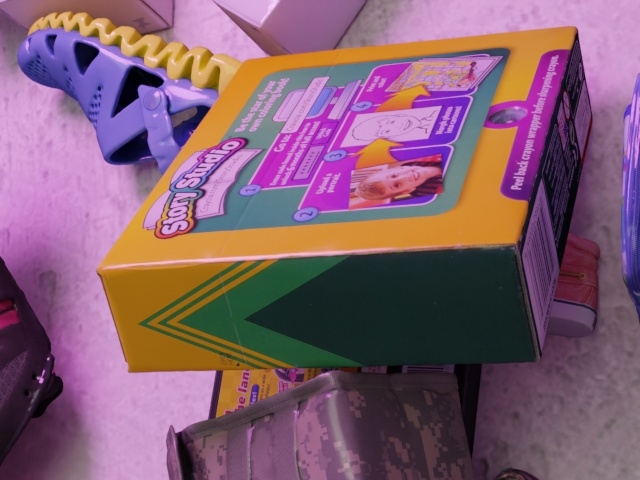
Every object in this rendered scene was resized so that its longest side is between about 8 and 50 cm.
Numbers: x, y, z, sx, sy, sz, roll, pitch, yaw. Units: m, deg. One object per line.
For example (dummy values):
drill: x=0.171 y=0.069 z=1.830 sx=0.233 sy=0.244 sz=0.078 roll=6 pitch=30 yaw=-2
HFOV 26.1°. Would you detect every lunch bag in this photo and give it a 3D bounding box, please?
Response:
lunch bag: x=-0.020 y=0.244 z=1.072 sx=0.287 sy=0.169 sz=0.235 roll=-25 pitch=68 yaw=42
lunch bag: x=0.279 y=-0.021 z=1.036 sx=0.090 sy=0.219 sz=0.176 roll=1 pitch=72 yaw=21

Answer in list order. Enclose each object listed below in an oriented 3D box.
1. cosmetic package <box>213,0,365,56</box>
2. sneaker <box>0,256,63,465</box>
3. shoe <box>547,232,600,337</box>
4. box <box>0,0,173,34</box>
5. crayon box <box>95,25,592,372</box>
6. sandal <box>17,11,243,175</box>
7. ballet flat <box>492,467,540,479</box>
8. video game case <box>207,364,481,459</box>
cosmetic package: x=0.005 y=-0.289 z=1.344 sx=0.085 sy=0.117 sz=0.231 roll=34 pitch=87 yaw=34
sneaker: x=-0.350 y=0.095 z=1.328 sx=0.185 sy=0.202 sz=0.482 roll=174 pitch=99 yaw=-67
shoe: x=0.146 y=0.023 z=1.151 sx=0.178 sy=0.063 sz=0.081 roll=12 pitch=69 yaw=-2
box: x=-0.250 y=-0.339 z=1.488 sx=0.149 sy=0.127 sz=0.232 roll=-11 pitch=66 yaw=23
crayon box: x=0.038 y=-0.041 z=1.105 sx=0.313 sy=0.106 sz=0.363 roll=-4 pitch=30 yaw=20
sandal: x=-0.190 y=-0.138 z=1.386 sx=0.317 sy=0.126 sz=0.138 roll=20 pitch=85 yaw=33
ballet flat: x=0.157 y=0.282 z=1.062 sx=0.077 sy=0.079 sz=0.221 roll=-15 pitch=65 yaw=21
video game case: x=0.012 y=0.182 z=1.204 sx=0.248 sy=0.035 sz=0.274 roll=0 pitch=71 yaw=27
